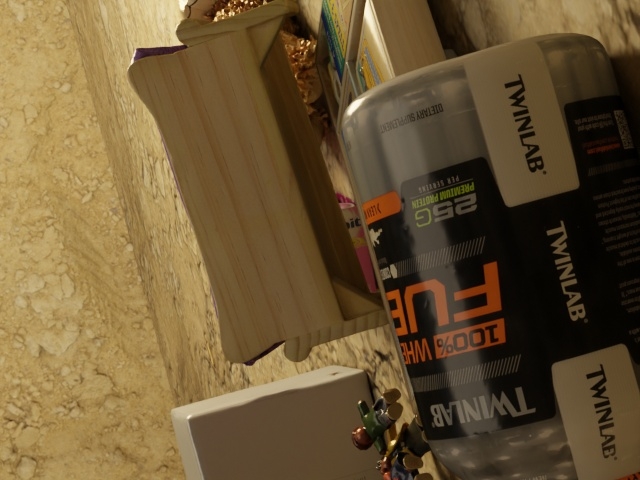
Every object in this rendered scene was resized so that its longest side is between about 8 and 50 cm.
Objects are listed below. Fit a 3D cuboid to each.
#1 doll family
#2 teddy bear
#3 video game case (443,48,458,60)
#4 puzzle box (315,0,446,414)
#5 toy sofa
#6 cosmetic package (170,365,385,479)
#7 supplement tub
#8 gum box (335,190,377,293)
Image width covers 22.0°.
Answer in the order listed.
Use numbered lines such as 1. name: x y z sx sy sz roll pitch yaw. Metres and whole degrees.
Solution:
1. doll family: 0.095 0.254 1.772 0.111 0.076 0.193 -54 44 47
2. teddy bear: -0.080 -0.222 1.908 0.245 0.113 0.338 103 149 -57
3. video game case: 0.140 -0.028 1.431 0.193 0.023 0.212 91 160 -47
4. puzzle box: 0.073 -0.079 1.484 0.272 0.052 0.409 99 158 -60
5. toy sofa: -0.057 -0.061 1.708 0.150 0.177 0.362 -59 -50 -81
6. cosmetic package: -0.015 0.401 2.030 0.161 0.230 0.453 171 86 -76
7. supplement tub: 0.143 0.032 1.134 0.193 0.193 0.316 150 105 -75
8. gum box: 0.000 0.000 1.911 0.188 0.062 0.107 -148 46 -70
